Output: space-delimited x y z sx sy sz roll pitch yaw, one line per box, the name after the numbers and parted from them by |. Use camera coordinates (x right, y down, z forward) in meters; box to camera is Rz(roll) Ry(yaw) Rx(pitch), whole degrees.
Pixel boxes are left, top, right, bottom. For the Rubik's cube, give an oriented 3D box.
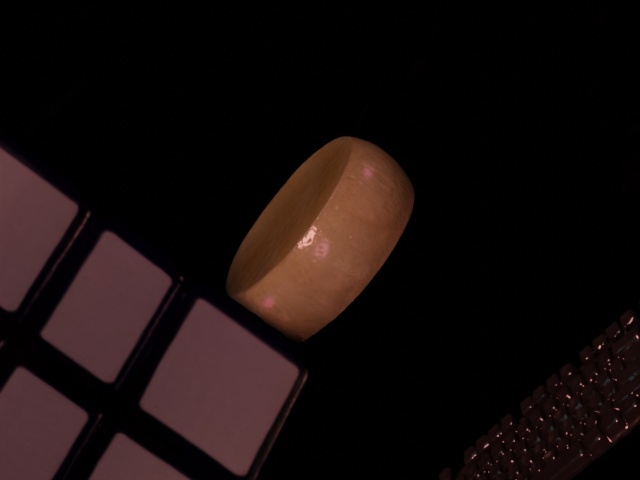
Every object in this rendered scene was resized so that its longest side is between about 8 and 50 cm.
-0.226 0.132 1.071 0.288 0.283 0.293 -29 31 56 | Rubik's cube

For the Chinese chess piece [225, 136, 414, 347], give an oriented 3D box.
0.000 0.000 1.115 0.144 0.058 0.144 -46 16 18 | Chinese chess piece

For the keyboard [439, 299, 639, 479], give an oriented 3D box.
0.120 0.066 0.729 0.195 0.018 0.060 -46 21 26 | keyboard
